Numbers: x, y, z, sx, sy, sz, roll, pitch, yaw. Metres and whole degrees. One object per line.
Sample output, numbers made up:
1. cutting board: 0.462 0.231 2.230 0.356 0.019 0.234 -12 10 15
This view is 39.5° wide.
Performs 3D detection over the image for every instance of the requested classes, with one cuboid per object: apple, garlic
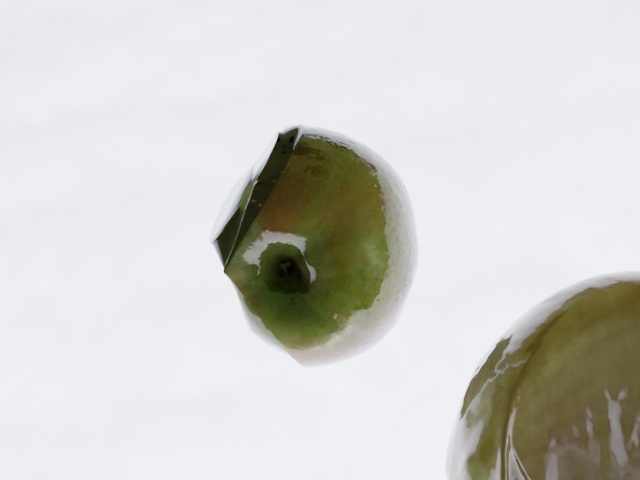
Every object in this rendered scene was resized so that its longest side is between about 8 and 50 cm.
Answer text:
1. apple: 0.000 0.000 0.776 0.174 0.207 0.188 -8 -169 15
2. garlic: 0.181 0.177 0.509 0.313 0.286 0.249 -4 -159 -19
